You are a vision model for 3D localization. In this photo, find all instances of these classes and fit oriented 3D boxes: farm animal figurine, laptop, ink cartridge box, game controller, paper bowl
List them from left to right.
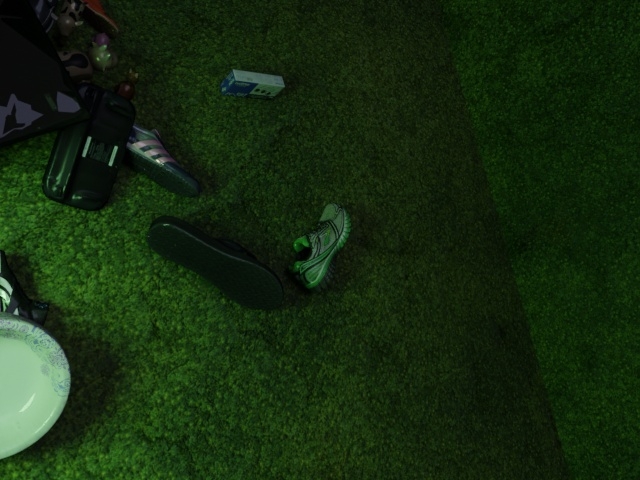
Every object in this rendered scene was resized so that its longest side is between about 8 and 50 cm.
[{"bbox_3d":[-0.818,-0.352,1.201,0.408,0.236,0.382,-35,104,-43],"label":"laptop"},{"bbox_3d":[-0.672,0.287,1.104,0.284,0.148,0.284,-3,94,-37],"label":"paper bowl"},{"bbox_3d":[-0.655,-0.493,1.471,0.330,0.172,0.327,52,49,-9],"label":"farm animal figurine"},{"bbox_3d":[-0.597,-0.239,1.412,0.166,0.067,0.319,19,89,-44],"label":"game controller"},{"bbox_3d":[-0.237,-0.540,1.896,0.207,0.097,0.046,-6,75,-41],"label":"ink cartridge box"}]

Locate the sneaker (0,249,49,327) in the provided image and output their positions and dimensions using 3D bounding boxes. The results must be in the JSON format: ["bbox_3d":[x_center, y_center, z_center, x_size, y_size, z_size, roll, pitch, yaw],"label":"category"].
[{"bbox_3d":[-0.692,0.126,1.246,0.121,0.079,0.216,-1,80,-43],"label":"sneaker"}]

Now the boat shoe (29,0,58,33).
[{"bbox_3d":[-0.782,-0.701,1.514,0.114,0.091,0.302,14,63,-35],"label":"boat shoe"}]

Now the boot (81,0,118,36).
[{"bbox_3d":[-0.666,-0.685,1.630,0.158,0.059,0.084,37,47,-20],"label":"boot"}]

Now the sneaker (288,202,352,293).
[{"bbox_3d":[0.000,0.000,1.832,0.146,0.134,0.343,36,53,-22],"label":"sneaker"}]

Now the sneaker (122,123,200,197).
[{"bbox_3d":[-0.468,-0.250,1.566,0.319,0.112,0.131,36,55,-24],"label":"sneaker"}]

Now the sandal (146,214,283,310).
[{"bbox_3d":[-0.279,0.052,1.568,0.446,0.167,0.107,36,35,-23],"label":"sandal"}]
